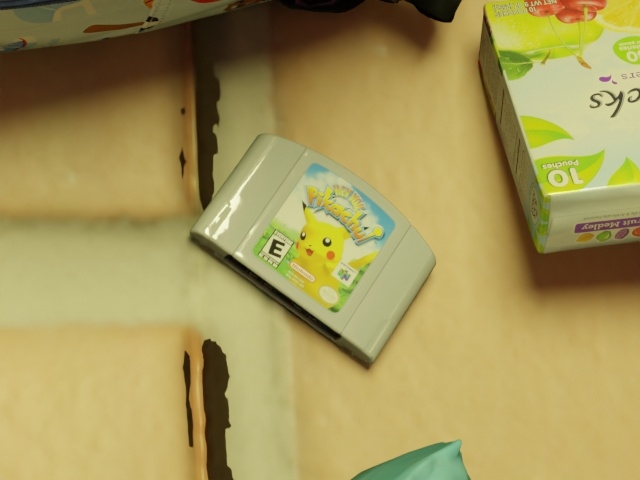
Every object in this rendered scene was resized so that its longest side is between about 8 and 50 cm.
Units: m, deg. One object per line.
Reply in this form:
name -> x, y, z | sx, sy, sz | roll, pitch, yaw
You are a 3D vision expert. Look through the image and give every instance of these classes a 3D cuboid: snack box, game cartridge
snack box -> 0.139, -0.051, 0.631 | 0.141, 0.037, 0.100 | -7, 52, -6
game cartridge -> 0.000, 0.000, 0.624 | 0.083, 0.017, 0.056 | 36, 66, -7

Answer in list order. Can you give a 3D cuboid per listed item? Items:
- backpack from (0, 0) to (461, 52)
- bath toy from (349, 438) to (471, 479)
backpack -> -0.086, -0.182, 0.546 | 0.263, 0.213, 0.276 | -20, 87, -10
bath toy -> 0.123, 0.217, 0.552 | 0.348, 0.129, 0.151 | 41, 69, -5
